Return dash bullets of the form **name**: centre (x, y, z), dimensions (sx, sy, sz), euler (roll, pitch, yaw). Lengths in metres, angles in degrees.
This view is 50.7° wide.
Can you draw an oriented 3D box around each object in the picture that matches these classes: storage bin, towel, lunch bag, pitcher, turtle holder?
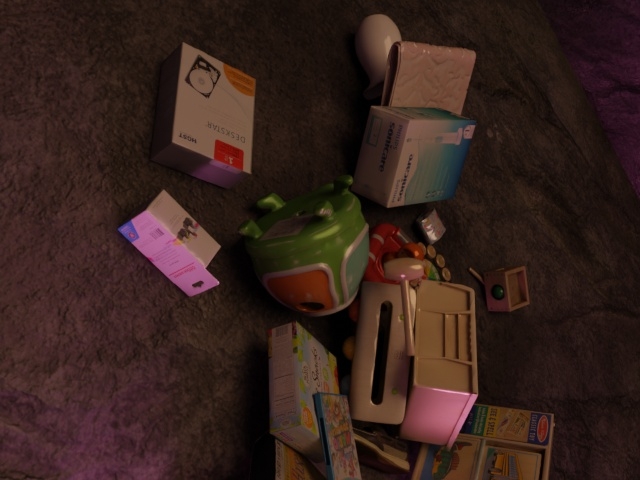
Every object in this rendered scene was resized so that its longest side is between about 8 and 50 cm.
- **storage bin**: centre (0.239, 0.260, 1.423), dimensions (0.123, 0.262, 0.260), euler (7, 51, 3)
- **towel**: centre (0.266, -0.353, 1.771), dimensions (0.332, 0.053, 0.317), euler (-12, 121, -45)
- **lunch bag**: centre (0.285, -0.034, 1.774), dimensions (0.071, 0.053, 0.083), euler (58, 34, -11)
- **pitcher**: centre (0.186, -0.493, 1.807), dimensions (0.177, 0.125, 0.207), euler (-6, 76, -8)
- **turtle holder**: centre (-0.017, 0.009, 1.363), dimensions (0.320, 0.243, 0.227), euler (-107, 176, -70)

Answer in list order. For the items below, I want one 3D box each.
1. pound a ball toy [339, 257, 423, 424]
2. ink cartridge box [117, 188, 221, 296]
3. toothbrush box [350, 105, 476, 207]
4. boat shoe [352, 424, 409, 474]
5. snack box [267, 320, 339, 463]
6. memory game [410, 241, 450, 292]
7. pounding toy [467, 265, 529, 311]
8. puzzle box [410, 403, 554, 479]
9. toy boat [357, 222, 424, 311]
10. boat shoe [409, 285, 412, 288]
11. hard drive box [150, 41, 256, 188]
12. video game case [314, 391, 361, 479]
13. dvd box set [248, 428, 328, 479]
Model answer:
- **pound a ball toy**: centre (0.114, 0.197, 1.348), dimensions (0.135, 0.208, 0.319), euler (6, 82, 2)
- **ink cartridge box**: centre (-0.253, 0.009, 1.193), dimensions (0.181, 0.104, 0.061), euler (48, 46, -19)
- **toothbrush box**: centre (0.234, -0.212, 1.675), dimensions (0.295, 0.126, 0.216), euler (-12, 122, -46)
- **boat shoe**: centre (0.105, 0.416, 1.384), dimensions (0.223, 0.080, 0.073), euler (37, 44, -33)
- **snack box**: centre (-0.027, 0.281, 1.248), dimensions (0.174, 0.070, 0.207), euler (50, 25, -44)
- **memory game**: centre (0.281, 0.092, 1.742), dimensions (0.186, 0.012, 0.186), euler (19, 60, -38)
- **pounding toy**: centre (0.500, 0.127, 1.894), dimensions (0.141, 0.100, 0.130), euler (-11, 94, -44)
- **puzzle box**: centre (0.325, 0.510, 1.391), dimensions (0.409, 0.272, 0.052), euler (-60, 145, -48)
- **toy boat**: centre (0.173, 0.052, 1.550), dimensions (0.151, 0.151, 0.231), euler (44, 47, -16)
- **boat shoe**: centre (0.221, 0.171, 1.624), dimensions (0.043, 0.049, 0.137), euler (-8, 72, -42)
- **hard drive box**: centre (-0.228, -0.244, 1.342), dimensions (0.181, 0.089, 0.232), euler (19, 60, -37)
- **video game case**: centre (0.033, 0.358, 1.205), dimensions (0.119, 0.015, 0.166), euler (30, 46, -60)
- **dvd box set**: centre (0.044, 0.518, 1.108), dimensions (0.420, 0.062, 0.307), euler (48, 0, -5)
